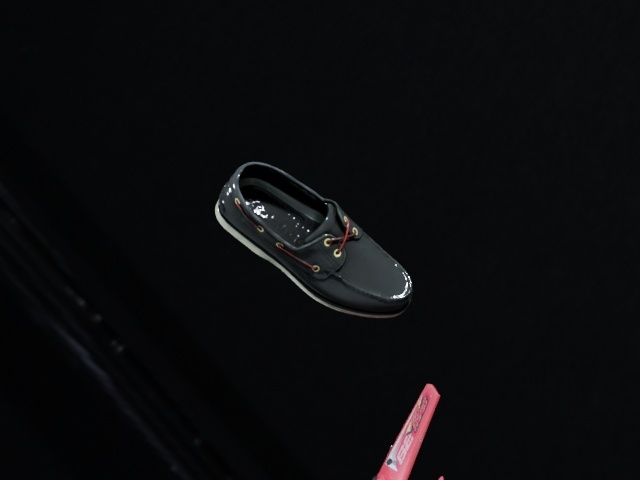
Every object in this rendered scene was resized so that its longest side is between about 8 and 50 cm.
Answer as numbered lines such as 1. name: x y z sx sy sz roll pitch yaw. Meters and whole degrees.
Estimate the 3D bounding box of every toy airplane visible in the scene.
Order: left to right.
1. toy airplane: 0.048 0.162 0.864 0.028 0.151 0.151 27 -55 -4

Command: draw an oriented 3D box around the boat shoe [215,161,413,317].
1. boat shoe: -0.001 0.001 0.831 0.133 0.049 0.042 33 -33 -1
